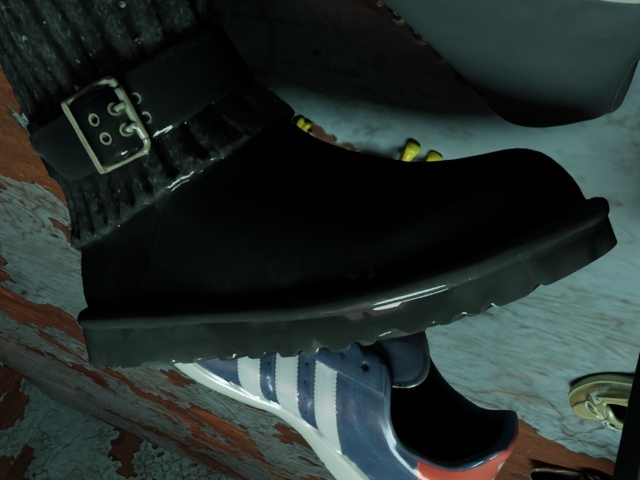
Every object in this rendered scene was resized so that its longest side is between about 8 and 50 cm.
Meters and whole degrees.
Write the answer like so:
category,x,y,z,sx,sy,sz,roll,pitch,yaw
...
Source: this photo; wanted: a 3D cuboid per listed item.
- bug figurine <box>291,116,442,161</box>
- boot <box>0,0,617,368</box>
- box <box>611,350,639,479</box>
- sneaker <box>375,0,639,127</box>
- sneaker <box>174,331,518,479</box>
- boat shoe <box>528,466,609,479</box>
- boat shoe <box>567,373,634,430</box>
category,x,y,z,sx,sy,sz,roll,pitch,yaw
bug figurine,0.000,0.000,0.605,0.216,0.072,0.279,27,153,0
boot,-0.036,-0.072,0.392,0.347,0.131,0.260,-10,95,22
box,0.225,0.031,0.276,0.076,0.243,0.307,22,153,9
sneaker,0.053,-0.121,0.337,0.221,0.083,0.118,22,158,16
sneaker,0.005,0.075,0.544,0.350,0.131,0.148,38,126,-5
boat shoe,0.351,0.336,0.889,0.183,0.066,0.066,-4,139,45
boat shoe,0.293,0.158,0.647,0.056,0.048,0.153,38,151,-20
